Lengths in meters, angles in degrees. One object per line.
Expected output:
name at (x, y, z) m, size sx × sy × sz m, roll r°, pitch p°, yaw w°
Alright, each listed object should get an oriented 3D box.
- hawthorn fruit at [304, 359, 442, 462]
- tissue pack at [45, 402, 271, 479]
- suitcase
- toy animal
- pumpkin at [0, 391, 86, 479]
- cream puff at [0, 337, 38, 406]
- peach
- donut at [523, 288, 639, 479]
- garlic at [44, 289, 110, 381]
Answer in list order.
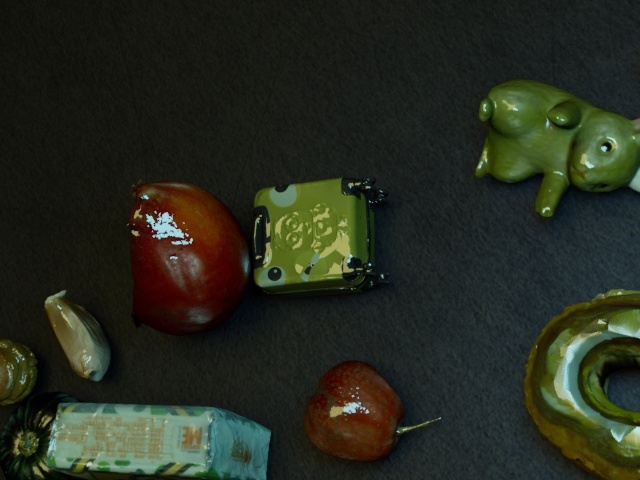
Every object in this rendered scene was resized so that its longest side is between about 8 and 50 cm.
hawthorn fruit at (0.080, 0.292, 1.822) m, size 0.203 × 0.162 × 0.163 m, roll 28°, pitch 87°, yaw 13°
tissue pack at (-0.268, 0.350, 1.897) m, size 0.310 × 0.228 × 0.128 m, roll -2°, pitch 72°, yaw 23°
suitcase at (0.000, 0.000, 1.935) m, size 0.234 × 0.143 × 0.194 m, roll -6°, pitch 73°, yaw 21°
toy animal at (0.413, -0.144, 1.774) m, size 0.363 × 0.181 × 0.180 m, roll 26°, pitch 45°, yaw 33°
pumpkin at (-0.496, 0.375, 2.040) m, size 0.202 × 0.140 × 0.202 m, roll -8°, pitch 68°, yaw 22°
cream puff at (-0.603, 0.251, 2.144) m, size 0.144 × 0.103 × 0.126 m, roll 28°, pitch 100°, yaw 28°
peach at (-0.219, 0.018, 1.930) m, size 0.201 × 0.362 × 0.258 m, roll 3°, pitch 59°, yaw 1°
donut at (0.463, 0.219, 1.659) m, size 0.330 × 0.160 × 0.330 m, roll -5°, pitch 78°, yaw 25°
garlic at (-0.445, 0.197, 2.076) m, size 0.090 × 0.128 × 0.198 m, roll -27°, pitch 62°, yaw -3°
